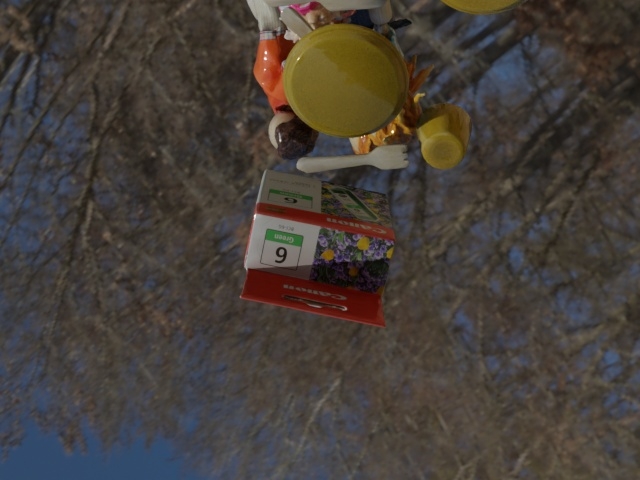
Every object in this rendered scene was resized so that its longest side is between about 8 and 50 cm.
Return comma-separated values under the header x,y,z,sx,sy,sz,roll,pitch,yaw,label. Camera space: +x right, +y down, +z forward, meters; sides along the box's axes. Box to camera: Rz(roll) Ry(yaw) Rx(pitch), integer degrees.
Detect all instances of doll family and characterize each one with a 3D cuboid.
x,y,z,sx,sy,sz,roll,pitch,yaw,label
0.020,-0.130,0.663,0.118,0.263,0.163,-14,-95,-7,doll family

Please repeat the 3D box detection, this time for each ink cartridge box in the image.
x,y,z,sx,sy,sz,roll,pitch,yaw,label
0.000,0.000,0.459,0.063,0.029,0.115,12,-163,-3,ink cartridge box

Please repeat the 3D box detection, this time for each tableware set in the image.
x,y,z,sx,sy,sz,roll,pitch,yaw,label
0.032,-0.093,0.375,0.024,0.104,0.154,-80,-15,-54,tableware set
